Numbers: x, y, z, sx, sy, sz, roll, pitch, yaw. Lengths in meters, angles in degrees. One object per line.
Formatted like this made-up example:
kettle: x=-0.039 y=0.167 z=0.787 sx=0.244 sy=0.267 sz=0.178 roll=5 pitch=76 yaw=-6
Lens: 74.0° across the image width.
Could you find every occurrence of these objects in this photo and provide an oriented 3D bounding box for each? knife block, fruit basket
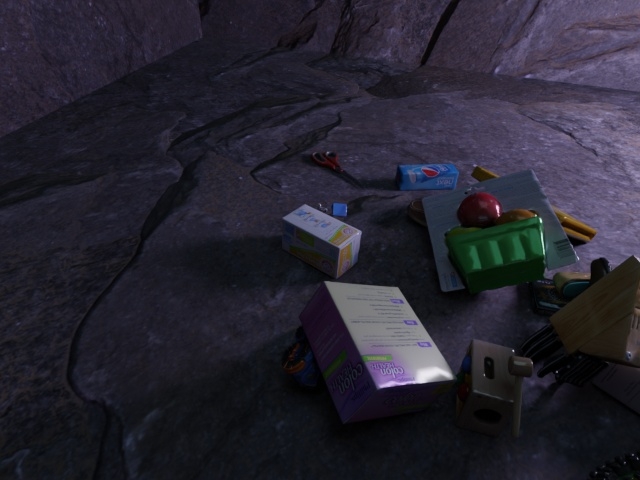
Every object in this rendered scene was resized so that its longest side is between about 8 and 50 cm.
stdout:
knife block: x=0.554 y=0.173 z=0.893 sx=0.088 sy=0.275 sz=0.242 roll=21 pitch=-10 yaw=-21
fruit basket: x=0.467 y=-0.031 z=1.172 sx=0.328 sy=0.165 sz=0.352 roll=-15 pitch=41 yaw=16

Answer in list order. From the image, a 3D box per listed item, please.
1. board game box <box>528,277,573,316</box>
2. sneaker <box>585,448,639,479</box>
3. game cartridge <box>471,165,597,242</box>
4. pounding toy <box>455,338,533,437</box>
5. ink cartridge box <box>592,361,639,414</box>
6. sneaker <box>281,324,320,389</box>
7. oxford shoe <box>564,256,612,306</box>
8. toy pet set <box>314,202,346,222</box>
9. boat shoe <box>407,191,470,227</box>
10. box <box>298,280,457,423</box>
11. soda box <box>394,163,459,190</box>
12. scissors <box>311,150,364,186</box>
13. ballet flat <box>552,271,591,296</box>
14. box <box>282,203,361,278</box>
board game box: x=0.650 y=0.159 z=1.110 sx=0.187 sy=0.026 sz=0.126 roll=12 pitch=40 yaw=9
sneaker: x=0.623 y=0.396 z=0.697 sx=0.344 sy=0.134 sz=0.146 roll=-28 pitch=78 yaw=0
game cartridge: x=0.669 y=-0.117 z=1.338 sx=0.286 sy=0.052 sz=0.323 roll=10 pitch=30 yaw=-41
pounding toy: x=0.314 y=0.275 z=0.796 sx=0.094 sy=0.205 sz=0.181 roll=12 pitch=40 yaw=11
ink cartridge box: x=0.755 y=0.299 z=0.872 sx=0.199 sy=0.114 sz=0.273 roll=-29 pitch=49 yaw=-33
sneaker: x=-0.015 y=0.238 z=0.929 sx=0.083 sy=0.087 sz=0.221 roll=-17 pitch=15 yaw=28
oxford shoe: x=0.645 y=0.144 z=1.018 sx=0.096 sy=0.083 sz=0.227 roll=10 pitch=74 yaw=22
toy pet set: x=0.021 y=-0.085 z=1.321 sx=0.114 sy=0.065 sz=0.122 roll=4 pitch=29 yaw=-7
boat shoe: x=0.443 y=-0.103 z=1.347 sx=0.325 sy=0.116 sz=0.123 roll=5 pitch=39 yaw=2
box: x=0.107 y=0.213 z=0.851 sx=0.214 sy=0.117 sz=0.242 roll=8 pitch=37 yaw=-36
soda box: x=0.382 y=-0.229 z=1.535 sx=0.210 sy=0.071 sz=0.067 roll=-3 pitch=39 yaw=-8
scissors: x=0.057 y=-0.267 z=1.603 sx=0.109 sy=0.021 sz=0.297 roll=-10 pitch=42 yaw=-20
ballet flat: x=0.722 y=0.108 z=1.099 sx=0.233 sy=0.080 sz=0.073 roll=4 pitch=27 yaw=-1
box: x=0.000 y=0.000 z=1.186 sx=0.203 sy=0.114 sz=0.103 roll=27 pitch=43 yaw=29
